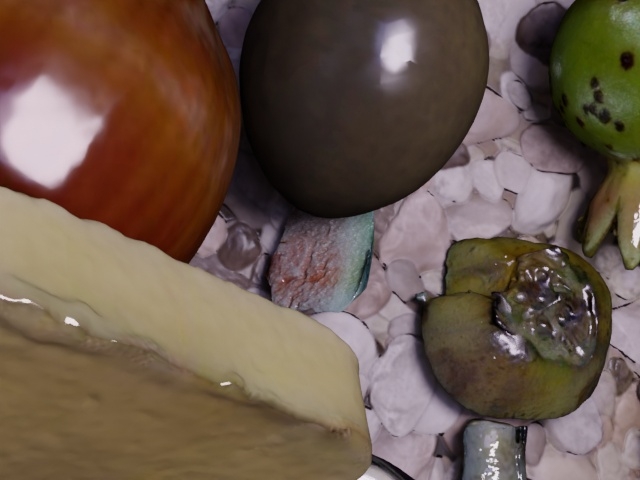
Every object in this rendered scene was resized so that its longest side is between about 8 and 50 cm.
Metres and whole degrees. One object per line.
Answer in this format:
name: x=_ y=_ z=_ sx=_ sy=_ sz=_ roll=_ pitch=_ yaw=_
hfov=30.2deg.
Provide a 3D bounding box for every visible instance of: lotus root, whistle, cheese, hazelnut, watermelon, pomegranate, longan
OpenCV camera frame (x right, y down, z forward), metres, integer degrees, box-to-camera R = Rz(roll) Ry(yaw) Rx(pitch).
lotus root: x=0.198 y=0.071 z=1.116 sx=0.204 sy=0.078 sz=0.183 roll=2 pitch=66 yaw=-16
whistle: x=0.153 y=0.326 z=1.074 sx=0.068 sy=0.057 sz=0.326 roll=5 pitch=77 yaw=-4
cheese: x=-0.196 y=0.137 z=0.857 sx=0.384 sy=0.384 sz=0.104 roll=5 pitch=51 yaw=-16
hazelnut: x=-0.231 y=-0.096 z=0.910 sx=0.366 sy=0.366 sz=0.365 roll=4 pitch=78 yaw=-17
watermelon: x=0.010 y=0.000 z=1.094 sx=0.094 sy=0.081 sz=0.180 roll=18 pitch=55 yaw=8
pomegranate: x=0.340 y=-0.130 z=1.164 sx=0.231 sy=0.231 sz=0.285 roll=-13 pitch=112 yaw=-19
longan: x=0.035 y=-0.138 z=1.027 sx=0.248 sy=0.248 sz=0.248 roll=4 pitch=78 yaw=-17

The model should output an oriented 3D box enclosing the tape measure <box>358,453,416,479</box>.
tape measure: x=0.011 y=0.273 z=0.992 sx=0.271 sy=0.133 sz=0.231 roll=-11 pitch=89 yaw=-6
